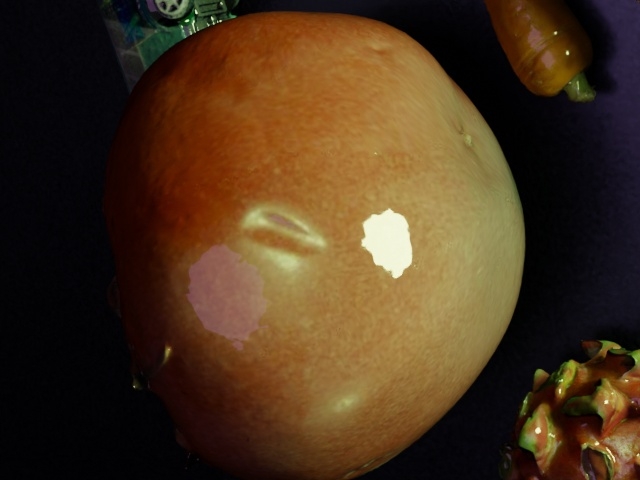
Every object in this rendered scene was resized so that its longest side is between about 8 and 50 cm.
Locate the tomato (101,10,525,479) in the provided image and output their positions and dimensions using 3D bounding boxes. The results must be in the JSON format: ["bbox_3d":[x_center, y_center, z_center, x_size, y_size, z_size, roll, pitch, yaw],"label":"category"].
[{"bbox_3d":[0.000,0.000,1.176,0.272,0.341,0.341,-20,92,15],"label":"tomato"}]

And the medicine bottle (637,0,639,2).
[{"bbox_3d":[0.334,-0.144,1.075,0.249,0.133,0.133,37,115,13],"label":"medicine bottle"}]

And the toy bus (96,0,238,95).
[{"bbox_3d":[-0.141,-0.240,1.325,0.109,0.091,0.262,-18,91,36],"label":"toy bus"}]

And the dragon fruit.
[{"bbox_3d":[0.228,0.134,1.193,0.135,0.137,0.236,45,120,-5],"label":"dragon fruit"}]

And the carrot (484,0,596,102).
[{"bbox_3d":[0.131,-0.211,1.209,0.061,0.061,0.257,-29,84,29],"label":"carrot"}]
